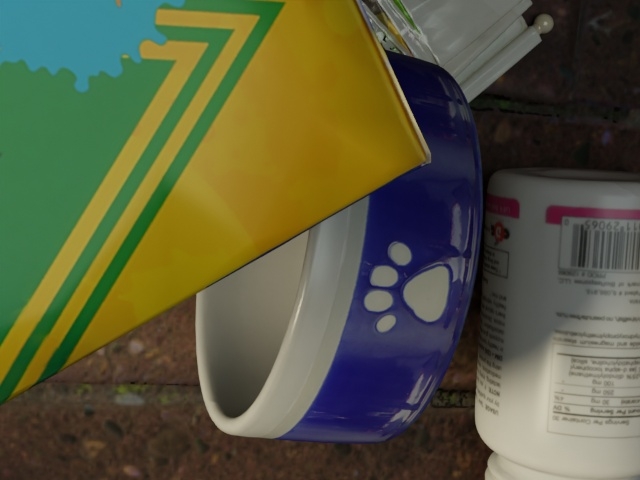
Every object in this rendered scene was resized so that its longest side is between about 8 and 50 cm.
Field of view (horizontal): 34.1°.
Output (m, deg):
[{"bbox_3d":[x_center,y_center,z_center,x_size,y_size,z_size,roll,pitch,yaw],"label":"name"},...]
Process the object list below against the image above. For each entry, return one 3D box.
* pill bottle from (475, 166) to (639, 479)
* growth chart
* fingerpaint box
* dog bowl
[{"bbox_3d":[0.204,0.089,0.819,0.160,0.160,0.283,0,98,-16],"label":"pill bottle"},{"bbox_3d":[0.080,-0.216,0.810,0.172,0.021,0.237,-32,105,-9],"label":"growth chart"},{"bbox_3d":[-0.205,-0.035,0.534,0.371,0.445,0.163,-30,106,-10],"label":"fingerpaint box"},{"bbox_3d":[0.000,0.000,0.692,0.104,0.265,0.265,9,96,-19],"label":"dog bowl"}]
